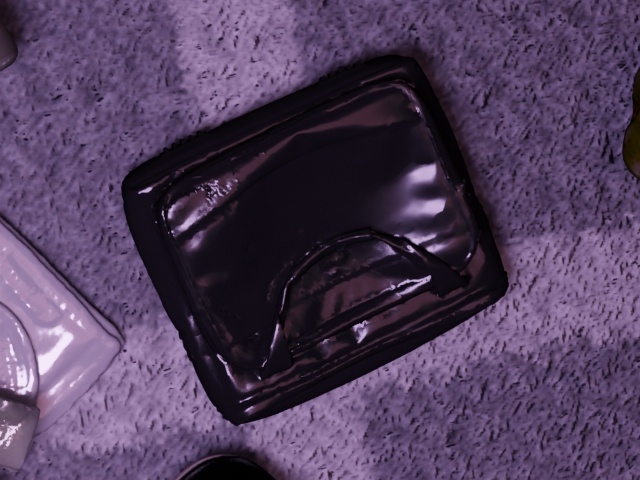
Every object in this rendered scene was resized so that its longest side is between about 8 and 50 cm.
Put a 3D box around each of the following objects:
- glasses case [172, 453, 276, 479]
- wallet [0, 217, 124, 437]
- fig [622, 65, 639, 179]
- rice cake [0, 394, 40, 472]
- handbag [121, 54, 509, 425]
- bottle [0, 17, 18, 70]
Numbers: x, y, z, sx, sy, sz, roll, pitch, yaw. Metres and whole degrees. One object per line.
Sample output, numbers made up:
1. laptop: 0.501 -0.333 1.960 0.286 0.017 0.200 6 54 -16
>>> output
1. glasses case: -0.011 0.305 1.488 0.314 0.075 0.122 43 86 -13
2. wallet: -0.256 0.066 1.430 0.124 0.032 0.183 -44 103 -5
3. fig: 0.340 -0.089 1.490 0.185 0.126 0.133 22 52 -19
4. rice cake: -0.343 0.108 1.392 0.256 0.052 0.057 23 103 -7
5. handbag: 0.000 0.000 1.451 0.275 0.088 0.244 -25 105 -9
6. bottle: -0.335 -0.220 1.333 0.120 0.120 0.253 -29 103 -7
